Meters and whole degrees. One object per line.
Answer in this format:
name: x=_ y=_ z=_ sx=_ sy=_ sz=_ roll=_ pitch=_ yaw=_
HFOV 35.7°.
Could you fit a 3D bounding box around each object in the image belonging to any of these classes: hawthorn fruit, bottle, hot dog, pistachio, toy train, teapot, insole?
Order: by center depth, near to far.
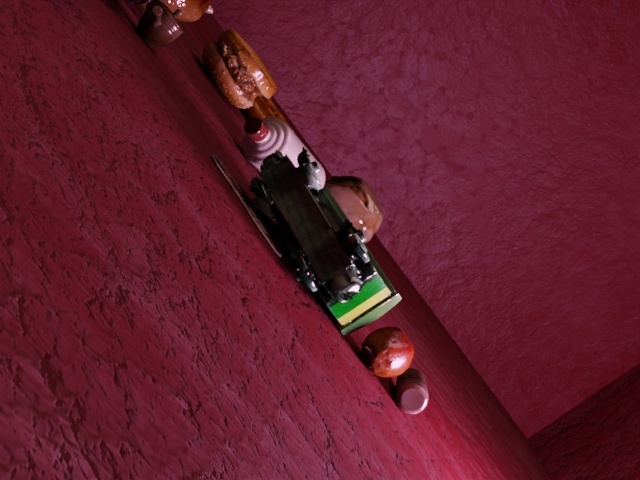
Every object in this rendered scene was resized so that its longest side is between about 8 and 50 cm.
insole: x=-0.113 y=-0.055 z=1.528 sx=0.197 sy=0.004 sz=0.065 roll=56 pitch=6 yaw=12
toy train: x=-0.002 y=-0.006 z=1.561 sx=0.301 sy=0.120 sz=0.202 roll=58 pitch=2 yaw=35
hawthorn fruit: x=0.099 y=0.179 z=1.573 sx=0.093 sy=0.081 sz=0.081 roll=-12 pitch=63 yaw=-51
bottle: x=0.151 y=0.248 z=1.644 sx=0.053 sy=0.053 sz=0.140 roll=54 pitch=6 yaw=-1
teapot: x=-0.279 y=-0.377 z=1.679 sx=0.085 sy=0.080 sz=0.110 roll=55 pitch=5 yaw=4
bottle: x=-0.079 y=-0.166 z=1.937 sx=0.104 sy=0.104 sz=0.245 roll=58 pitch=7 yaw=33
hot dog: x=-0.141 y=-0.300 z=2.384 sx=0.100 sy=0.068 sz=0.249 roll=28 pitch=21 yaw=-46
pistachio: x=0.072 y=-0.088 z=2.564 sx=0.138 sy=0.153 sz=0.238 roll=-5 pitch=46 yaw=-35

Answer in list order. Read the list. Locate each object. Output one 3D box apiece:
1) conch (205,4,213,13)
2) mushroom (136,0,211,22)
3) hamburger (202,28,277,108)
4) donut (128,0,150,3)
conch: x=-0.332 y=-0.522 z=2.045 sx=0.234 sy=0.114 sz=0.137 roll=12 pitch=17 yaw=-24
mushroom: x=-0.299 y=-0.527 z=1.877 sx=0.253 sy=0.153 sz=0.253 roll=32 pitch=44 yaw=-38
hamburger: x=-0.186 y=-0.380 z=2.247 sx=0.182 sy=0.118 sz=0.191 roll=47 pitch=6 yaw=-32
donut: x=-0.345 y=-0.481 z=1.631 sx=0.235 sy=0.089 sz=0.235 roll=46 pitch=10 yaw=-10
